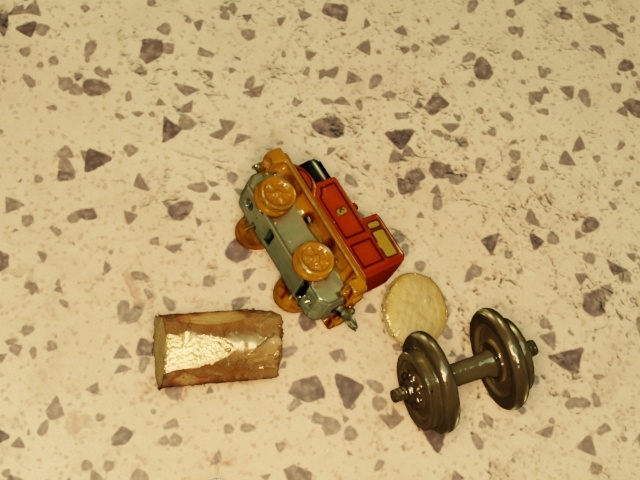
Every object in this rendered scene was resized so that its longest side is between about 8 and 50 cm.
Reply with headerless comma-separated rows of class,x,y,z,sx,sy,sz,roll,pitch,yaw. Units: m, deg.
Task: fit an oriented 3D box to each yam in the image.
yam,-0.176,0.190,1.964,0.238,0.129,0.128,-1,31,-11

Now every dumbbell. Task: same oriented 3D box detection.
dumbbell,0.258,0.232,1.985,0.289,0.192,0.192,-16,70,-16

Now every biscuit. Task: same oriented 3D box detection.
biscuit,0.177,0.131,2.077,0.152,0.020,0.152,6,79,-32

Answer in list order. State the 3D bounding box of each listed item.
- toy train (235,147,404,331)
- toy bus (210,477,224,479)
toy train,0.000,0.000,2.062,0.231,0.163,0.369,-21,71,-32
toy bus,-0.228,0.506,1.804,0.246,0.134,0.113,-38,75,-22
